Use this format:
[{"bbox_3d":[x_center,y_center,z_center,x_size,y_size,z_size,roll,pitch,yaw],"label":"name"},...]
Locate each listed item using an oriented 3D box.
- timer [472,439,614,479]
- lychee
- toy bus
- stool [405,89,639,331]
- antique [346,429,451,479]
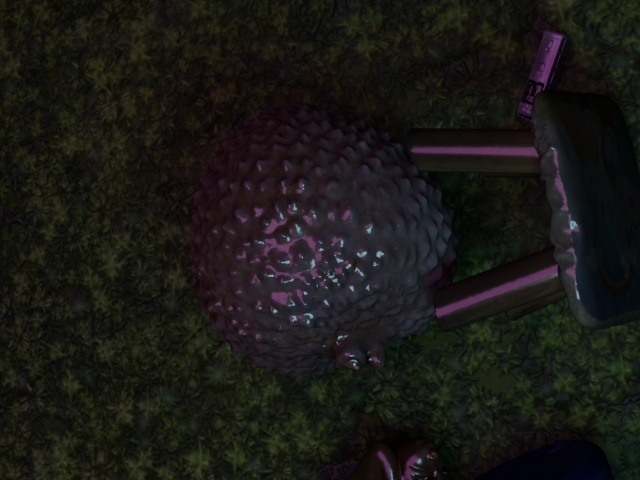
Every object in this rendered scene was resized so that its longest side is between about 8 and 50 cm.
[{"bbox_3d":[0.336,0.490,1.744,0.270,0.270,0.383,-28,91,23],"label":"timer"},{"bbox_3d":[0.000,0.000,1.839,0.380,0.380,0.432,-34,54,22],"label":"lychee"},{"bbox_3d":[0.317,-0.232,1.854,0.037,0.052,0.130,22,98,24],"label":"toy bus"},{"bbox_3d":[0.288,-0.026,1.729,0.226,0.310,0.310,-14,83,31],"label":"stool"},{"bbox_3d":[0.095,0.391,1.914,0.143,0.121,0.257,37,105,15],"label":"antique"}]
